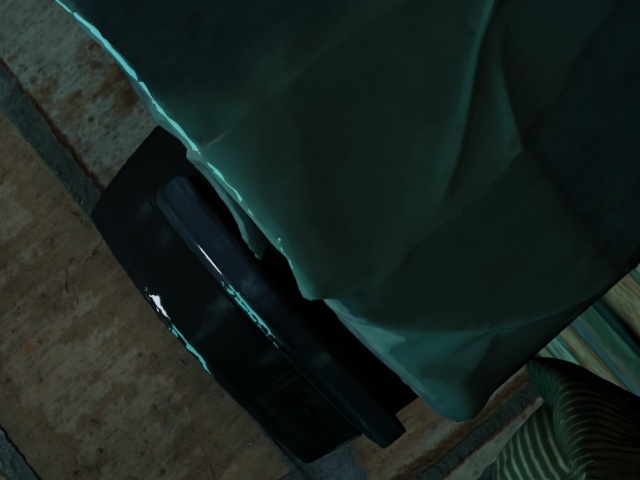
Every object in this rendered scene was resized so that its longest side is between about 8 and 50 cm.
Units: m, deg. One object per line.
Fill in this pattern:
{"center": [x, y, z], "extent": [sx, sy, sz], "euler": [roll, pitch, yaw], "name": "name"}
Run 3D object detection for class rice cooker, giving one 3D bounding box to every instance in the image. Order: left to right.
{"center": [0.000, 0.000, 1.275], "extent": [0.267, 0.224, 0.267], "euler": [50, 180, 0], "name": "rice cooker"}

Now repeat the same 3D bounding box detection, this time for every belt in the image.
{"center": [0.011, -0.058, 0.567], "extent": [0.212, 0.117, 0.347], "euler": [50, -179, 8], "name": "belt"}

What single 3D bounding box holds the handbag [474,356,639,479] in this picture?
{"center": [0.198, 0.244, 1.250], "extent": [0.340, 0.247, 0.240], "euler": [35, -169, -42], "name": "handbag"}
